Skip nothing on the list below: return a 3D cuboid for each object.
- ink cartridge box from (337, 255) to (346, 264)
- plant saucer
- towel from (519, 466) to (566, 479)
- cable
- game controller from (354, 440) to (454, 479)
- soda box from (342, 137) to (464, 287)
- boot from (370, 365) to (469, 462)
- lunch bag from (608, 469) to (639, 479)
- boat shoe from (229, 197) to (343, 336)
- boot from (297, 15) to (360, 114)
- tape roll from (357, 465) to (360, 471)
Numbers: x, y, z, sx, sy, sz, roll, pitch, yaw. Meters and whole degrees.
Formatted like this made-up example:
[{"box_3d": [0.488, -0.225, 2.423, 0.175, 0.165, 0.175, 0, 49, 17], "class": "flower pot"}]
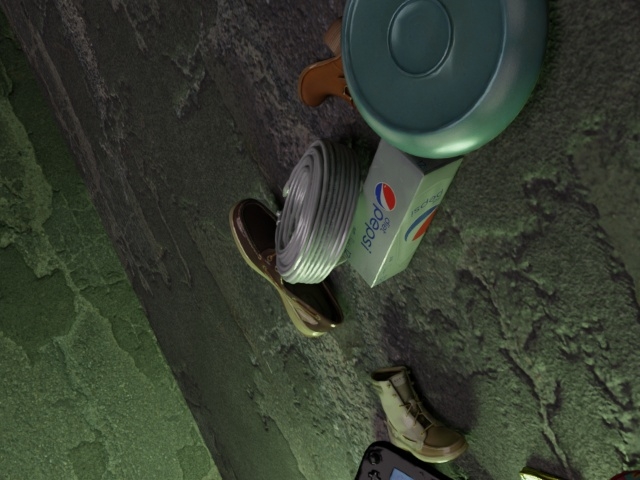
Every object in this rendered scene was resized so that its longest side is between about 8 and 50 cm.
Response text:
[{"box_3d": [0.000, 0.000, 1.304, 0.123, 0.052, 0.088, 61, 148, 5], "class": "ink cartridge box"}, {"box_3d": [0.137, -0.264, 0.838, 0.317, 0.043, 0.318, 14, 111, 41], "class": "plant saucer"}, {"box_3d": [0.415, 0.504, 1.105, 0.102, 0.021, 0.237, -1, 112, 57], "class": "towel"}, {"box_3d": [-0.009, -0.046, 1.123, 0.257, 0.089, 0.257, 122, 158, -50], "class": "cable"}, {"box_3d": [0.212, 0.540, 1.294, 0.319, 0.067, 0.167, 24, 94, 29], "class": "game controller"}, {"box_3d": [0.123, -0.052, 1.050, 0.098, 0.091, 0.286, 49, 145, 24], "class": "soda box"}, {"box_3d": [0.185, 0.334, 1.262, 0.213, 0.077, 0.165, -5, 107, 59], "class": "boot"}, {"box_3d": [0.406, 0.420, 0.803, 0.258, 0.293, 0.120, -9, 110, 56], "class": "lunch bag"}, {"box_3d": [-0.064, 0.049, 1.367, 0.342, 0.123, 0.123, 59, 150, -2], "class": "boat shoe"}, {"box_3d": [0.044, -0.242, 1.046, 0.152, 0.073, 0.197, 51, 149, 11], "class": "boot"}, {"box_3d": [0.181, 0.578, 1.451, 0.219, 0.072, 0.219, 36, 140, 37], "class": "tape roll"}]
